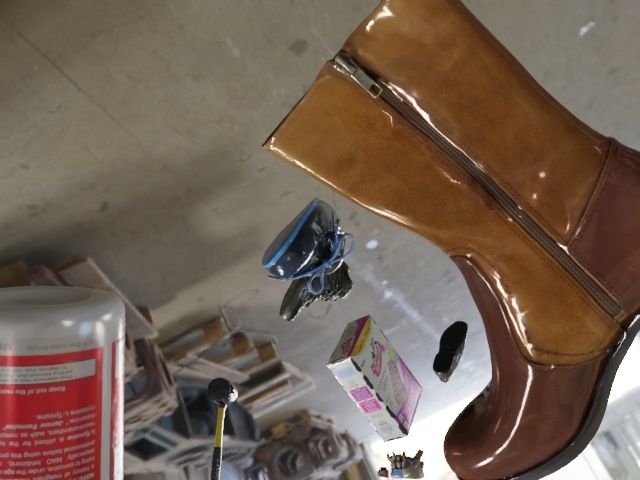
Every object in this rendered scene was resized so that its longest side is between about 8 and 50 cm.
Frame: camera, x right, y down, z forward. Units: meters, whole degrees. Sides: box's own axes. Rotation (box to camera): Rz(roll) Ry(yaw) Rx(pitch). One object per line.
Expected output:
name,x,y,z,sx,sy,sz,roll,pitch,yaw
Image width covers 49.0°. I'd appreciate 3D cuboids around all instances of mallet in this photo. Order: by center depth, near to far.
mallet,-0.152,0.294,1.028,0.039,0.190,0.062,1,154,6

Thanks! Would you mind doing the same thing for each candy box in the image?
candy box,0.126,0.305,1.562,0.071,0.233,0.159,-27,-163,32

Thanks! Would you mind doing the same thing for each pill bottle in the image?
pill bottle,-0.386,0.277,0.958,0.228,0.408,0.229,2,-176,0

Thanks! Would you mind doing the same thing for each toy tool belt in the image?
toy tool belt,0.140,0.387,1.219,0.083,0.051,0.052,-4,163,23

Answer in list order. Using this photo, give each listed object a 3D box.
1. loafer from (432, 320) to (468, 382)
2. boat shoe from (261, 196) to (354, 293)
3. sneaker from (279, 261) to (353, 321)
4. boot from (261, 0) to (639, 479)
loafer,0.328,0.278,1.761,0.170,0.062,0.061,-56,142,-31
boat shoe,0.000,0.000,0.902,0.109,0.089,0.258,-44,-177,20
sneaker,-0.001,0.113,1.578,0.087,0.130,0.228,-46,-173,46
boot,0.082,0.015,0.447,0.264,0.280,0.096,-51,-170,31
